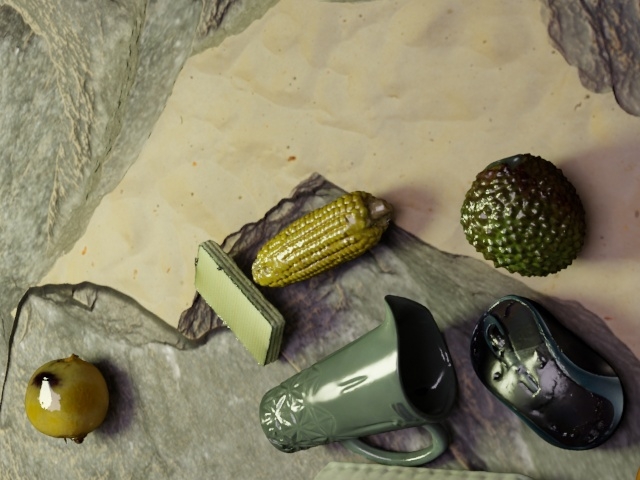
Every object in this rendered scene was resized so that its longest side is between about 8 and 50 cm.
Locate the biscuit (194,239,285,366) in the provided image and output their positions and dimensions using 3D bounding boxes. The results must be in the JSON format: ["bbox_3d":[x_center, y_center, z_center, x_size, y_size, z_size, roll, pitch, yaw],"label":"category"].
[{"bbox_3d":[-0.131,0.098,1.582,0.199,0.041,0.121,46,149,25],"label":"biscuit"}]

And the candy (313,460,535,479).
[{"bbox_3d":[0.114,0.412,1.335,0.359,0.208,0.145,-4,105,31],"label":"candy"}]

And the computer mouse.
[{"bbox_3d":[0.289,0.177,1.306,0.233,0.096,0.137,44,111,25],"label":"computer mouse"}]

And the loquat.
[{"bbox_3d":[-0.448,0.281,1.753,0.163,0.137,0.163,0,89,14],"label":"loquat"}]

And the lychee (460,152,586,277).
[{"bbox_3d":[0.267,-0.028,1.298,0.171,0.171,0.171,-2,87,33],"label":"lychee"}]

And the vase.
[{"bbox_3d":[0.054,0.231,1.439,0.301,0.156,0.251,-27,99,35],"label":"vase"}]

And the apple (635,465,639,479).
[{"bbox_3d":[0.466,0.301,1.141,0.196,0.196,0.195,-2,87,33],"label":"apple"}]

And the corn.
[{"bbox_3d":[0.000,0.000,1.501,0.262,0.097,0.097,-27,74,31],"label":"corn"}]
